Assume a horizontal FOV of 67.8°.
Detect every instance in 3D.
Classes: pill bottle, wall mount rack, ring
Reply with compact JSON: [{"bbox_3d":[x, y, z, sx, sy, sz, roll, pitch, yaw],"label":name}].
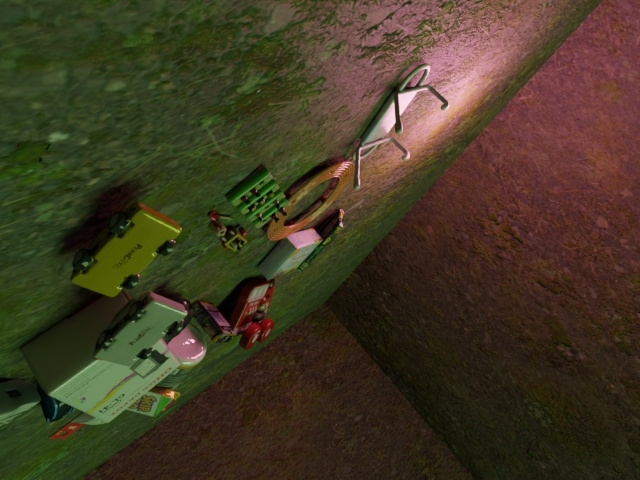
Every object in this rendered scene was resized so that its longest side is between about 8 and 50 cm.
[{"bbox_3d":[-0.494,0.388,1.505,0.278,0.162,0.162,-47,167,29],"label":"pill bottle"},{"bbox_3d":[0.192,-0.291,1.280,0.304,0.130,0.350,-30,163,-43],"label":"wall mount rack"},{"bbox_3d":[-0.034,-0.122,1.427,0.337,0.032,0.336,-39,169,-9],"label":"ring"}]

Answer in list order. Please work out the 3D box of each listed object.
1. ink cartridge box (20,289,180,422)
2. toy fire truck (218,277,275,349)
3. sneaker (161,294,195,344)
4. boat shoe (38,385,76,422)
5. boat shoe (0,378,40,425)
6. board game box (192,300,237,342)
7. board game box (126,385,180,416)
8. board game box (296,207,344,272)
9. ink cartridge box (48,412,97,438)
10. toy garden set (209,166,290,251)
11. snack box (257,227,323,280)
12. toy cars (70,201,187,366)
[{"bbox_3d":[-0.474,0.267,1.080,0.226,0.131,0.306,-38,156,-21],"label":"ink cartridge box"},{"bbox_3d":[-0.260,0.258,1.838,0.253,0.170,0.302,-62,166,9],"label":"toy fire truck"},{"bbox_3d":[-0.400,0.197,1.297,0.130,0.109,0.286,-41,180,-36],"label":"sneaker"},{"bbox_3d":[-0.649,0.389,1.195,0.089,0.108,0.258,-18,172,-36],"label":"boat shoe"},{"bbox_3d":[-0.661,0.330,0.938,0.088,0.096,0.267,-43,178,-13],"label":"boat shoe"},{"bbox_3d":[-0.352,0.269,1.567,0.048,0.141,0.170,-42,169,-5],"label":"board game box"},{"bbox_3d":[-0.568,0.466,1.436,0.260,0.039,0.124,27,122,-30],"label":"board game box"},{"bbox_3d":[0.000,0.000,1.840,0.259,0.030,0.136,-47,-160,26],"label":"board game box"},{"bbox_3d":[-0.813,0.641,1.687,0.225,0.056,0.181,-38,168,-22],"label":"ink cartridge box"},{"bbox_3d":[-0.172,-0.056,1.141,0.204,0.049,0.244,-37,166,-1],"label":"toy garden set"},{"bbox_3d":[-0.106,0.046,1.714,0.174,0.070,0.207,-47,169,24],"label":"snack box"},{"bbox_3d":[-0.334,0.079,0.850,0.177,0.087,0.393,-5,134,-18],"label":"toy cars"}]
